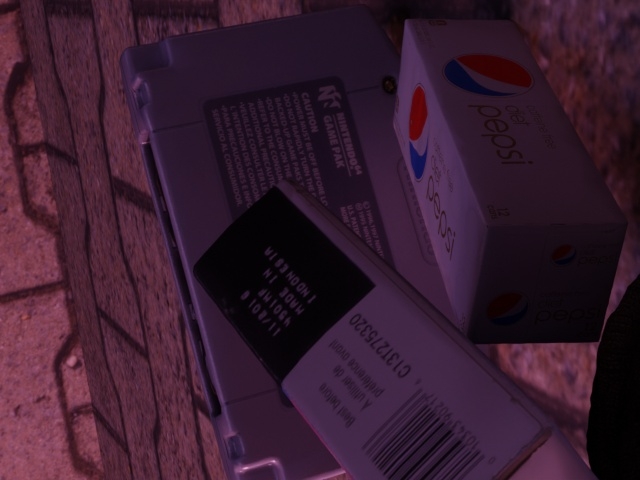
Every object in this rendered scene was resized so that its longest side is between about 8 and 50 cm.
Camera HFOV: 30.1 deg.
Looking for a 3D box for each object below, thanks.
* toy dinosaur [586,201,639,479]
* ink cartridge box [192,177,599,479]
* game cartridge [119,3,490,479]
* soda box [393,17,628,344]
[{"bbox_3d":[0.159,0.066,0.500,0.313,0.121,0.160,158,130,-71],"label":"toy dinosaur"},{"bbox_3d":[0.102,0.132,0.523,0.371,0.069,0.176,44,180,-41],"label":"ink cartridge box"},{"bbox_3d":[0.000,0.000,0.778,0.062,0.198,0.297,149,107,-66],"label":"game cartridge"},{"bbox_3d":[0.091,-0.040,0.630,0.216,0.069,0.074,-102,13,-54],"label":"soda box"}]
